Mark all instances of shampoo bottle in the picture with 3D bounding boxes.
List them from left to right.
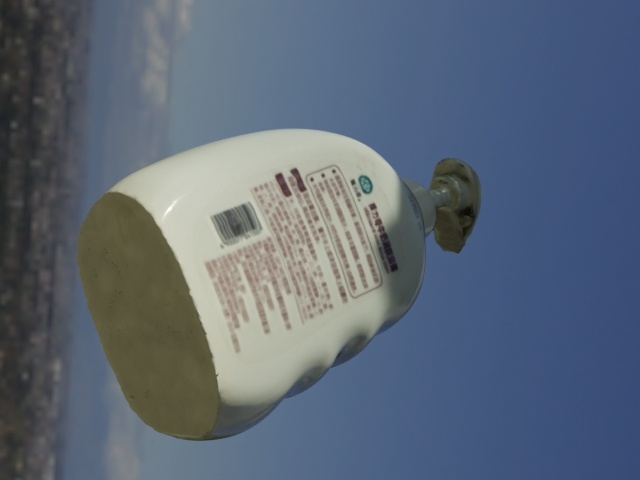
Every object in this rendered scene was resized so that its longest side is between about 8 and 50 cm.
[{"bbox_3d":[0.000,0.000,0.494,0.045,0.152,0.077,-18,-86,44],"label":"shampoo bottle"}]
